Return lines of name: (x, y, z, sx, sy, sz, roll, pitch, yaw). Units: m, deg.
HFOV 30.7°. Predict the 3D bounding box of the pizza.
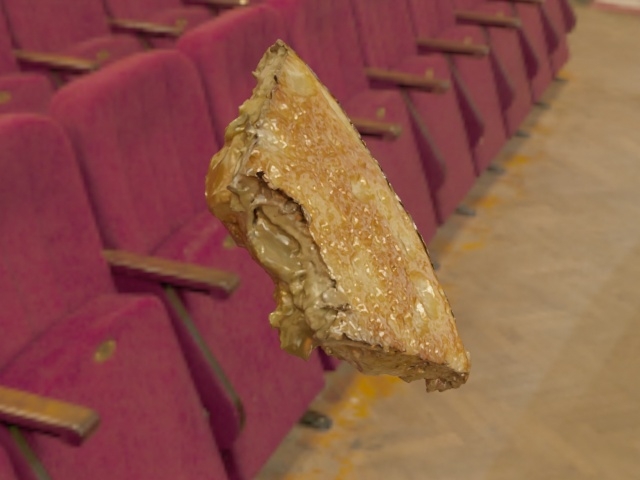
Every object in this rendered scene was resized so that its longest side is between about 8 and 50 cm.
pizza: (0.000, 0.000, 0.913, 0.089, 0.323, 0.223, -31, -1, 30)
